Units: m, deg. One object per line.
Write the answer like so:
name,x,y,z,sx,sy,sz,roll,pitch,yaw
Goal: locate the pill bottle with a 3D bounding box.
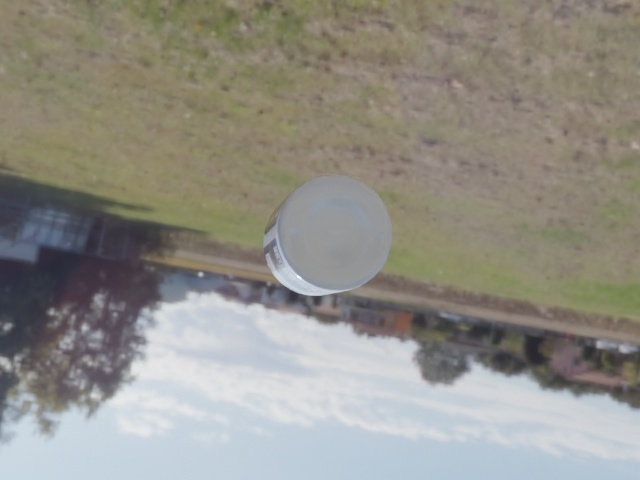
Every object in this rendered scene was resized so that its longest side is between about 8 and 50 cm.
pill bottle,0.000,0.000,0.689,0.078,0.078,0.137,11,174,-8
